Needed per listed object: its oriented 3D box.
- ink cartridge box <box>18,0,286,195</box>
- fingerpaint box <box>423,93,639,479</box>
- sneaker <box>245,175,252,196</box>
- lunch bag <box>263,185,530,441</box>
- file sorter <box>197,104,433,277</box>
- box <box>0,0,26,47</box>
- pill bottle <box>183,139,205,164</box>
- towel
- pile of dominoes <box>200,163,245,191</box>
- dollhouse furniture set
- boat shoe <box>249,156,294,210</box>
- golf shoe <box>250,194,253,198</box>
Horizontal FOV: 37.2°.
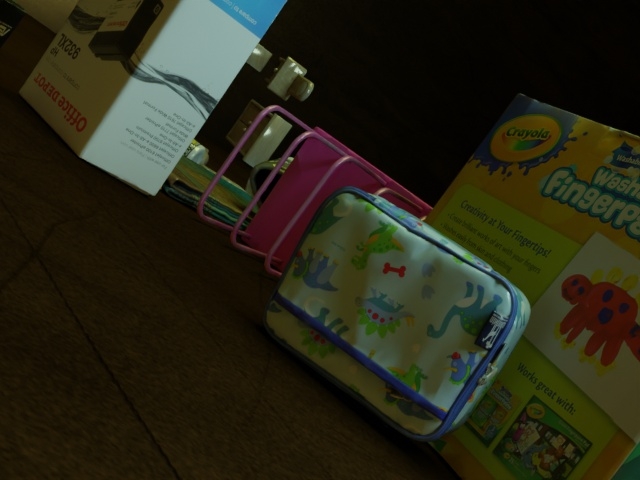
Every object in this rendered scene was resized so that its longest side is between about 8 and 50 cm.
[{"bbox_3d":[-0.215,-0.245,1.196,0.129,0.307,0.223,29,7,-46],"label":"ink cartridge box"},{"bbox_3d":[0.259,0.081,0.970,0.163,0.371,0.445,34,3,-29],"label":"fingerpaint box"},{"bbox_3d":[-0.043,-0.040,1.886,0.147,0.104,0.296,35,9,-44],"label":"sneaker"},{"bbox_3d":[0.067,0.069,0.877,0.219,0.176,0.090,36,8,22],"label":"lunch bag"},{"bbox_3d":[0.010,-0.018,1.278,0.290,0.202,0.182,38,7,26],"label":"file sorter"},{"bbox_3d":[-0.610,-0.408,1.262,0.318,0.097,0.395,38,4,4],"label":"box"},{"bbox_3d":[-0.267,-0.172,1.685,0.116,0.065,0.065,36,3,7],"label":"pill bottle"},{"bbox_3d":[-0.180,-0.077,1.526,0.271,0.040,0.370,39,6,40],"label":"towel"},{"bbox_3d":[-0.236,-0.144,1.832,0.251,0.040,0.196,39,5,36],"label":"pile of dominoes"},{"bbox_3d":[-0.236,-0.312,1.905,0.355,0.303,0.174,34,5,-28],"label":"dollhouse furniture set"},{"bbox_3d":[-0.003,0.003,1.455,0.305,0.109,0.091,54,21,9],"label":"boat shoe"},{"bbox_3d":[-0.079,-0.024,1.736,0.176,0.069,0.086,43,-13,41],"label":"golf shoe"}]
